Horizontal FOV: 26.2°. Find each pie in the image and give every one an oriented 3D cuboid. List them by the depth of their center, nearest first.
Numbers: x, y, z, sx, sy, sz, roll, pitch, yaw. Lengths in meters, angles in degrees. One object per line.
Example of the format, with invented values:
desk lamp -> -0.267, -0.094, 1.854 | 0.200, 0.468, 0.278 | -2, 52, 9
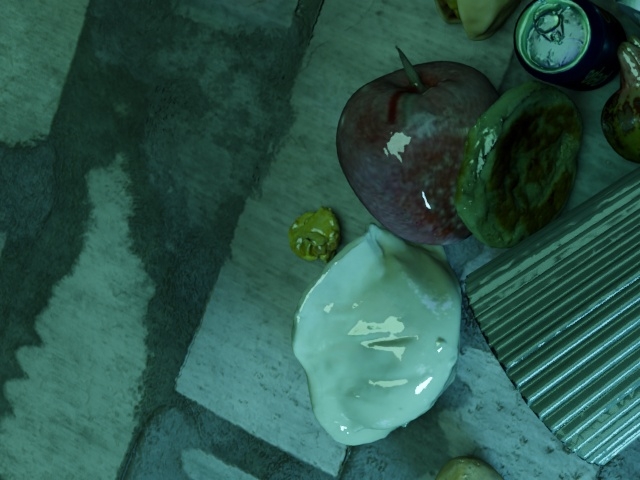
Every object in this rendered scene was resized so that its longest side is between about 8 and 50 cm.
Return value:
pie -> 0.262, -0.094, 1.788 | 0.054, 0.240, 0.240 | 25, 103, 40

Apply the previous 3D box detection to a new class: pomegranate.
pomegranate -> 0.419, -0.172, 1.757 | 0.138, 0.125, 0.163 | -15, 129, 39

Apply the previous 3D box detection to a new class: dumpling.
dumpling -> 0.073, 0.134, 1.885 | 0.187, 0.243, 0.318 | 21, 90, 51

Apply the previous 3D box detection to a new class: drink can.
drink can -> 0.321, -0.254, 1.766 | 0.118, 0.205, 0.118 | 1, 94, 23

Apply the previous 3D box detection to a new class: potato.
potato -> 0.207, 0.368, 1.912 | 0.112, 0.112, 0.147 | -11, 96, 24

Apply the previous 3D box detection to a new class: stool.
stool -> 0.398, 0.071, 1.716 | 0.330, 0.297, 0.297 | -37, 79, 17

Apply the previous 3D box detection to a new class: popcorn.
popcorn -> 0.000, 0.000, 2.006 | 0.084, 0.084, 0.084 | 2, 94, 23

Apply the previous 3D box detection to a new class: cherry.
cherry -> 0.138, -0.134, 1.840 | 0.236, 0.213, 0.285 | -23, 115, -7

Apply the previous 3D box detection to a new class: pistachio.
pistachio -> 0.227, -0.386, 1.840 | 0.157, 0.157, 0.229 | 27, 109, 20

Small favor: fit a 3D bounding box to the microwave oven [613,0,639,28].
microwave oven -> 0.543, -0.331, 1.533 | 0.333, 0.247, 0.394 | -54, 42, 2
